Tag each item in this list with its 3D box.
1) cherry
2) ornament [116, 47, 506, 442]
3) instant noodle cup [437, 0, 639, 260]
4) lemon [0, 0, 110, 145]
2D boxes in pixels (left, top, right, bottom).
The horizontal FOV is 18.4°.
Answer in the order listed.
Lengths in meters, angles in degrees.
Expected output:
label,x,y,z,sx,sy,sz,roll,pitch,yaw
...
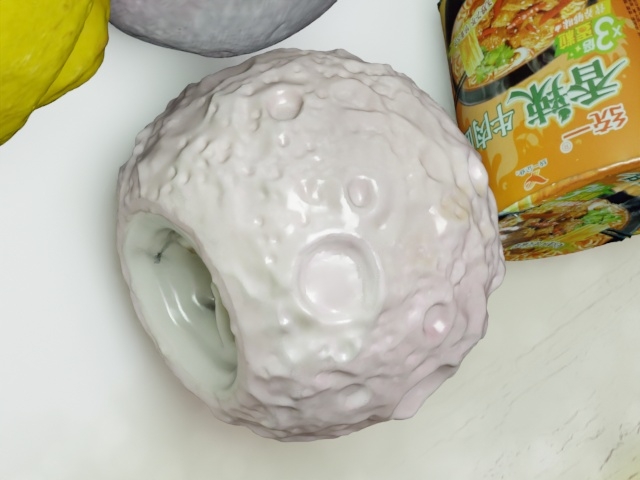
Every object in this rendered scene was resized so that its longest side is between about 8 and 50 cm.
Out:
label,x,y,z,sx,sy,sz,roll,pitch,yaw
cherry,-0.065,-0.224,1.262,0.266,0.183,0.213,5,107,-37
ornament,0.000,0.000,1.295,0.225,0.259,0.259,-27,111,-28
instant noodle cup,0.191,-0.106,1.402,0.230,0.230,0.182,-8,75,-29
lemon,-0.276,-0.172,1.106,0.316,0.285,0.285,-5,101,-9
